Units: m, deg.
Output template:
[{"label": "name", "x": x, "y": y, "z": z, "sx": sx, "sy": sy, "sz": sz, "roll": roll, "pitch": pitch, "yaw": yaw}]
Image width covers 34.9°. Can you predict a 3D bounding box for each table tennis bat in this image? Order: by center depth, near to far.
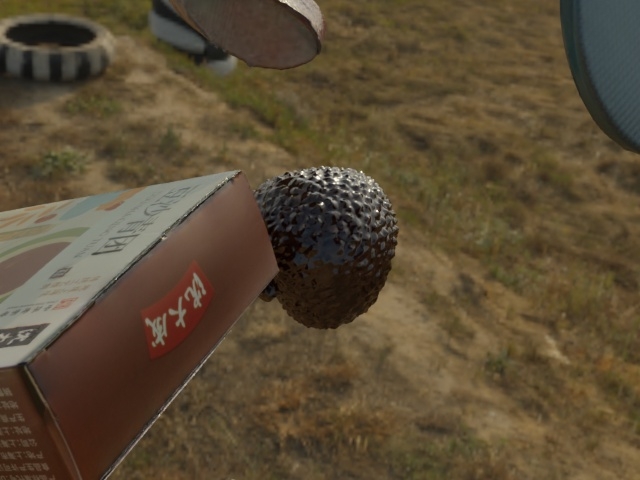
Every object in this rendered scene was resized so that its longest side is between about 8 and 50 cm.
[{"label": "table tennis bat", "x": 0.297, "y": -0.150, "z": 0.847, "sx": 0.215, "sy": 0.329, "sz": 0.044, "roll": -46, "pitch": 29, "yaw": -23}]

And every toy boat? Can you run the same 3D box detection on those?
[{"label": "toy boat", "x": -0.096, "y": -0.299, "z": 1.188, "sx": 0.206, "sy": 0.096, "sz": 0.282, "roll": 16, "pitch": 30, "yaw": -17}]

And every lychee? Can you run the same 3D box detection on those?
[{"label": "lychee", "x": -0.002, "y": 0.005, "z": 1.136, "sx": 0.195, "sy": 0.194, "sz": 0.194, "roll": 5, "pitch": 26, "yaw": -2}]

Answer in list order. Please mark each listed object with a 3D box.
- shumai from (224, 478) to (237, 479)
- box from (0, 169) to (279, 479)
[{"label": "shumai", "x": -0.109, "y": 0.334, "z": 1.200, "sx": 0.083, "sy": 0.082, "sz": 0.080, "roll": 51, "pitch": 48, "yaw": 5}, {"label": "box", "x": -0.286, "y": 0.079, "z": 0.930, "sx": 0.385, "sy": 0.122, "sz": 0.344, "roll": -7, "pitch": 24, "yaw": 28}]
